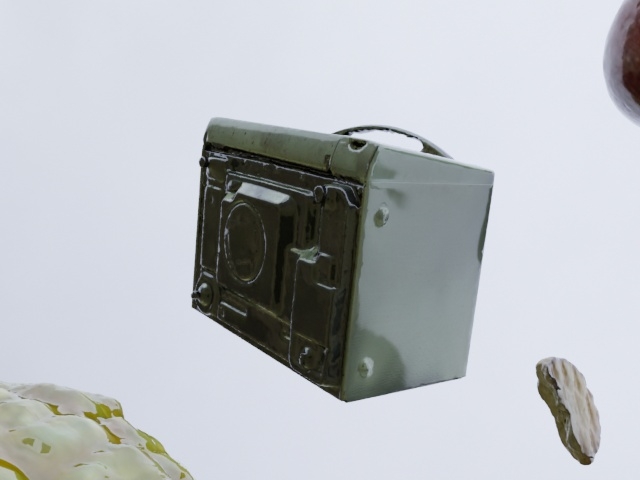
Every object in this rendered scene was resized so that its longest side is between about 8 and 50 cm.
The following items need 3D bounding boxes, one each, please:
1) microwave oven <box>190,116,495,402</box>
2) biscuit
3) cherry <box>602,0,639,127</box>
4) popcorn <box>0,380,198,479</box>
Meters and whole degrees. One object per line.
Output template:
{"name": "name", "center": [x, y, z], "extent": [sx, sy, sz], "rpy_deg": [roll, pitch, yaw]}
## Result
{"name": "microwave oven", "center": [0.000, 0.000, 1.081], "extent": [0.394, 0.247, 0.333], "rpy_deg": [19, -75, 52]}
{"name": "biscuit", "center": [0.409, 0.275, 1.292], "extent": [0.061, 0.118, 0.183], "rpy_deg": [-25, -92, 39]}
{"name": "cherry", "center": [0.461, -0.237, 0.933], "extent": [0.285, 0.212, 0.236], "rpy_deg": [-123, -137, -64]}
{"name": "popcorn", "center": [-0.172, 0.238, 0.442], "extent": [0.335, 0.279, 0.274], "rpy_deg": [39, -9, -3]}
